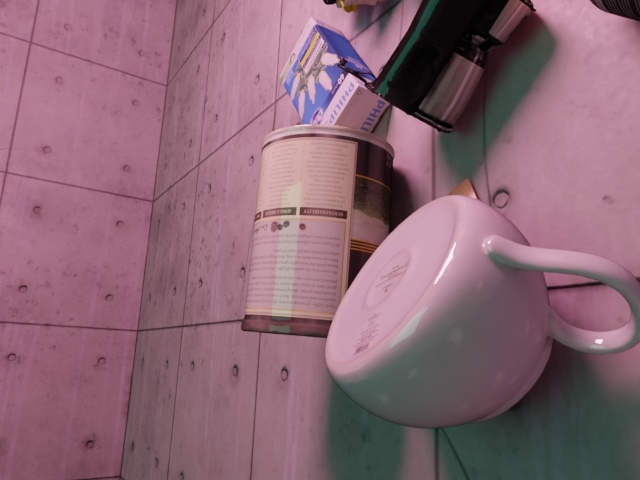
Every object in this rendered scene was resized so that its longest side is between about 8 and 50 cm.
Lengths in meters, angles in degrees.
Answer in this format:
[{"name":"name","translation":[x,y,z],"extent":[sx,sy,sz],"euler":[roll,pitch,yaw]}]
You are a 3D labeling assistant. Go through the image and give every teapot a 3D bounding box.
[{"name":"teapot","translation":[0.141,0.089,0.521],"extent":[0.253,0.187,0.256],"euler":[-53,9,8]}]

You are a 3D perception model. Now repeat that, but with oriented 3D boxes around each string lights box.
[{"name":"string lights box","translation":[0.018,-0.272,0.913],"extent":[0.133,0.076,0.260],"euler":[-55,39,31]}]

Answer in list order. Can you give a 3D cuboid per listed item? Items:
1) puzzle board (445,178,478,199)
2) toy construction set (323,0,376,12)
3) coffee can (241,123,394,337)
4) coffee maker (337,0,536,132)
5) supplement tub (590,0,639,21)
[{"name":"puzzle board","translation":[0.175,0.000,0.647],"extent":[0.096,0.011,0.128],"euler":[-45,46,40]},{"name":"toy construction set","translation":[0.054,-0.525,0.863],"extent":[0.215,0.151,0.328],"euler":[106,166,-59]},{"name":"coffee can","translation":[0.000,0.000,0.742],"extent":[0.201,0.201,0.276],"euler":[-10,72,56]},{"name":"coffee maker","translation":[0.139,-0.248,0.628],"extent":[0.178,0.171,0.120],"euler":[-61,20,24]},{"name":"supplement tub","translation":[0.302,-0.235,0.417],"extent":[0.117,0.117,0.190],"euler":[-64,35,23]}]
